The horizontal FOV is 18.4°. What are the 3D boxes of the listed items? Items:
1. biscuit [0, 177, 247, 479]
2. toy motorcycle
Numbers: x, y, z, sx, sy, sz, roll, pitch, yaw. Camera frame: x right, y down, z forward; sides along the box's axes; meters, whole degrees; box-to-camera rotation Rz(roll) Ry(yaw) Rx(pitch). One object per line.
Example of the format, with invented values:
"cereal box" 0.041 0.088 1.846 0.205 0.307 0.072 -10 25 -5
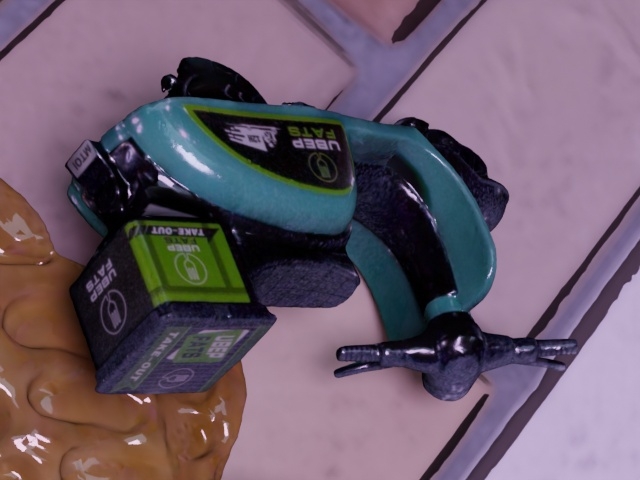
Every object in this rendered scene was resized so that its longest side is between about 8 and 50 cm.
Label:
"biscuit" -0.066 0.110 0.541 0.202 0.044 0.289 -21 80 -29
"toy motorcycle" 0.000 0.000 0.591 0.173 0.058 0.100 4 54 -41
